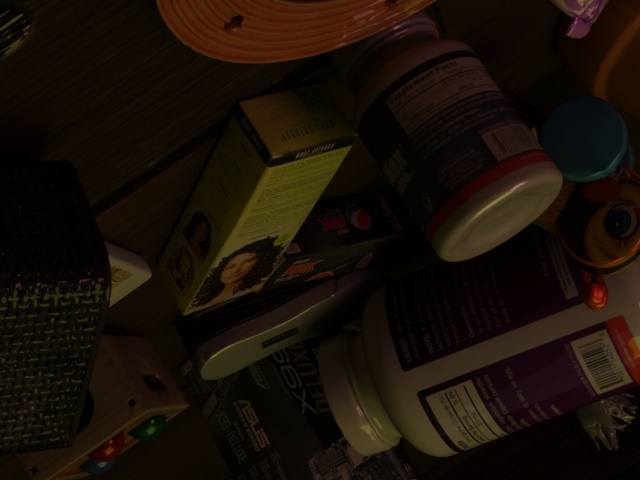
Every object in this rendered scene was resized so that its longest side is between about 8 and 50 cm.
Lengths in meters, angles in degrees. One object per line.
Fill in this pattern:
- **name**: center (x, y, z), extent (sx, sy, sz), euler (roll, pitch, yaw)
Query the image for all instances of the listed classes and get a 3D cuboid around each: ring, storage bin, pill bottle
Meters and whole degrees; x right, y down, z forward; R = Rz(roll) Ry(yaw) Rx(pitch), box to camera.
- **ring**: center (0.043, -0.228, 0.788), extent (0.336, 0.032, 0.336), euler (-28, 159, -12)
- **storage bin**: center (-0.204, 0.046, 0.863), extent (0.084, 0.122, 0.180), euler (-3, 135, -28)
- **pill bottle**: center (0.086, -0.085, 0.968), extent (0.108, 0.180, 0.108), euler (-28, 160, -11)
- **pill bottle**: center (0.167, 0.095, 1.264), extent (0.323, 0.181, 0.181), euler (-23, 163, 16)

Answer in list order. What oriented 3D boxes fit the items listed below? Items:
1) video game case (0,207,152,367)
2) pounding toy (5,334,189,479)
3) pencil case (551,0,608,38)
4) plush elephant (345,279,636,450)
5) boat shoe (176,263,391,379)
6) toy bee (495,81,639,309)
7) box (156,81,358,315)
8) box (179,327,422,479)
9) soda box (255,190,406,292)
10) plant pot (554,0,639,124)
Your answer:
- **video game case**: center (-0.261, 0.059, 1.017), extent (0.206, 0.026, 0.227), euler (-36, 160, 9)
- **pounding toy**: center (-0.245, 0.180, 1.194), extent (0.206, 0.094, 0.181), euler (-35, 169, 7)
- **pencil case**: center (0.238, -0.247, 0.951), extent (0.086, 0.088, 0.206), euler (-3, 146, -50)
- **plush elephant**: center (0.238, 0.067, 1.478), extent (0.272, 0.330, 0.255), euler (-49, 174, 23)
- **boat shoe**: center (-0.035, 0.061, 1.301), extent (0.219, 0.070, 0.078), euler (-22, 150, -18)
- **toy bee**: center (0.211, -0.035, 1.077), extent (0.195, 0.298, 0.162), euler (27, 82, -49)
- **box**: center (-0.057, -0.029, 1.070), extent (0.087, 0.058, 0.232), euler (-19, 156, -33)
- **box**: center (0.003, 0.243, 1.438), extent (0.076, 0.307, 0.242), euler (-37, 160, 25)
- **soda box**: center (0.000, 0.000, 1.231), extent (0.169, 0.053, 0.060), euler (-11, 151, -45)
- **plant pot**: center (0.386, -0.178, 1.169), extent (0.291, 0.203, 0.291), euler (-29, 161, -11)
